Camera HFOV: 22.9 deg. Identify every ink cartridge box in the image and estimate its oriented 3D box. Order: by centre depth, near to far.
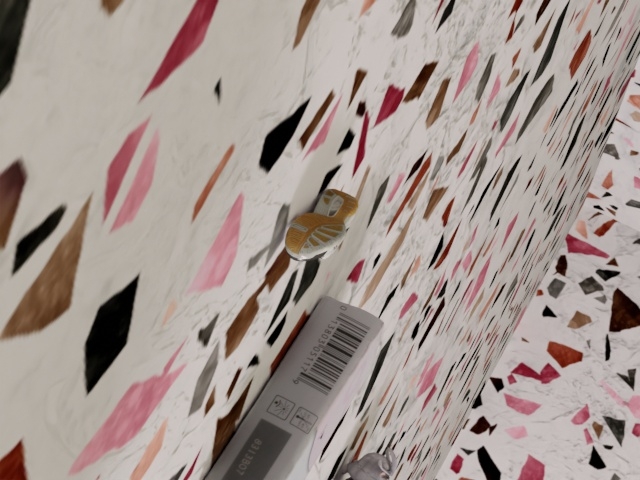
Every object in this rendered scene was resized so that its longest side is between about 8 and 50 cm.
[{"bbox_3d":[-0.028,0.174,1.197,0.189,0.066,0.232,-57,163,-30],"label":"ink cartridge box"}]

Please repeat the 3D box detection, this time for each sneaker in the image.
[{"bbox_3d":[0.000,0.000,0.973,0.083,0.032,0.037,-43,157,-58],"label":"sneaker"}]

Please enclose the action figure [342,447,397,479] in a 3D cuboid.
[{"bbox_3d":[0.025,0.354,1.743,0.285,0.099,0.185,-68,163,10],"label":"action figure"}]
